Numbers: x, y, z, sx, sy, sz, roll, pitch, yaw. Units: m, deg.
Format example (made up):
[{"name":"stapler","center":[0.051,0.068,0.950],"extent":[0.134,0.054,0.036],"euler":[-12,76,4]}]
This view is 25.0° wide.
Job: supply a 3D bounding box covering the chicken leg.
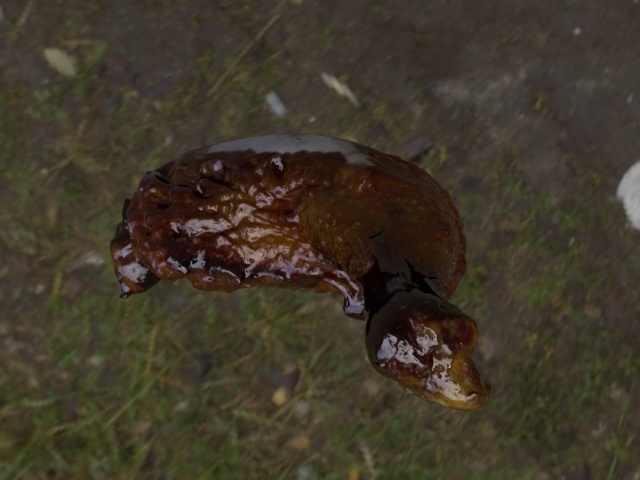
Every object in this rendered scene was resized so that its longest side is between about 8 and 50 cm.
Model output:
[{"name":"chicken leg","center":[0.000,0.000,0.771],"extent":[0.407,0.158,0.096],"euler":[24,129,63]}]
